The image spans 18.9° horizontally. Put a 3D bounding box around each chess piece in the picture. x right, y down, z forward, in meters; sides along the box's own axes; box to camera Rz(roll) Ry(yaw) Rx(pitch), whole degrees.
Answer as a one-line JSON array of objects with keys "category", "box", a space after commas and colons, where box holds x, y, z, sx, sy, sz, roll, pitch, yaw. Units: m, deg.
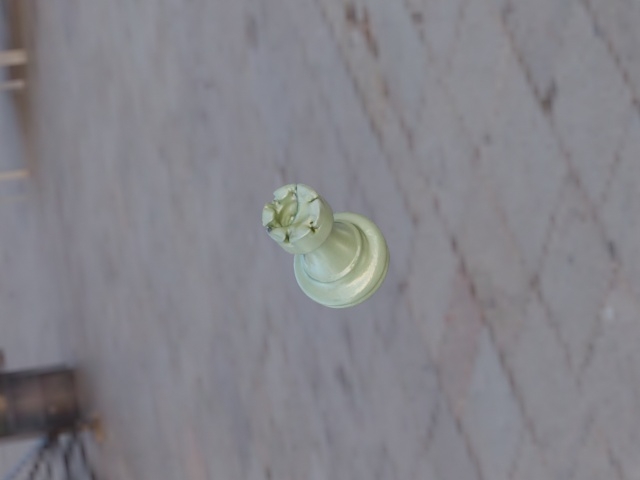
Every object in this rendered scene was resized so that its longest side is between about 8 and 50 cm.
[{"category": "chess piece", "box": [0.000, 0.000, 1.269, 0.103, 0.067, 0.067, 43, -151, -60]}]
